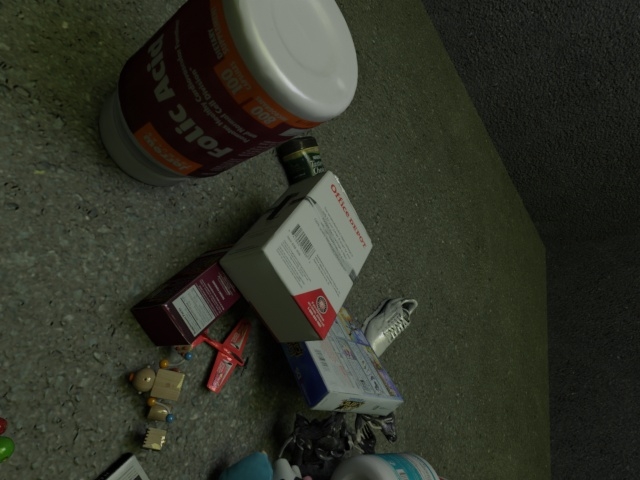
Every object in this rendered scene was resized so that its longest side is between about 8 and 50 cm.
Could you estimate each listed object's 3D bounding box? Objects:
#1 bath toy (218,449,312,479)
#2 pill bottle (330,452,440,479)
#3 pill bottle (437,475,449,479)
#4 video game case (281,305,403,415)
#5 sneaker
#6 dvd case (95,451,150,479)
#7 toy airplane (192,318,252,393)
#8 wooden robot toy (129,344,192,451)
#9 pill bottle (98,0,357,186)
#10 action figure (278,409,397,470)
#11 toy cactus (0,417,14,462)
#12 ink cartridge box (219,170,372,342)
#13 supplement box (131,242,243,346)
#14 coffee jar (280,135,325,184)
[{"bbox_3d":[-0.048,0.515,0.759,0.348,0.151,0.129,47,10,-36],"label":"bath toy"},{"bbox_3d":[0.143,0.496,0.816,0.264,0.146,0.146,30,57,-45],"label":"pill bottle"},{"bbox_3d":[0.233,0.688,0.895,0.363,0.211,0.210,7,73,-73],"label":"pill bottle"},{"bbox_3d":[0.023,0.228,0.874,0.244,0.061,0.269,26,23,-43],"label":"video game case"},{"bbox_3d":[0.189,0.236,1.159,0.235,0.095,0.090,-49,118,-44],"label":"sneaker"},{"bbox_3d":[-0.282,0.456,0.578,0.179,0.030,0.238,-38,108,-48],"label":"dvd case"},{"bbox_3d":[-0.187,0.198,0.769,0.151,0.028,0.151,21,62,-46],"label":"toy airplane"},{"bbox_3d":[-0.260,0.229,0.652,0.079,0.076,0.173,20,69,-20],"label":"wooden robot toy"},{"bbox_3d":[-0.161,-0.225,0.638,0.224,0.393,0.223,19,65,-46],"label":"pill bottle"},{"bbox_3d":[0.022,0.383,0.857,0.276,0.164,0.141,22,18,-37],"label":"action figure"},{"bbox_3d":[-0.439,0.196,0.424,0.219,0.112,0.180,8,63,-39],"label":"toy cactus"},{"bbox_3d":[-0.027,0.023,0.787,0.196,0.114,0.272,59,40,-22],"label":"ink cartridge box"},{"bbox_3d":[-0.207,0.089,0.718,0.188,0.104,0.080,-46,115,-46],"label":"supplement box"},{"bbox_3d":[-0.030,-0.162,1.026,0.096,0.079,0.184,-28,100,-50],"label":"coffee jar"}]
